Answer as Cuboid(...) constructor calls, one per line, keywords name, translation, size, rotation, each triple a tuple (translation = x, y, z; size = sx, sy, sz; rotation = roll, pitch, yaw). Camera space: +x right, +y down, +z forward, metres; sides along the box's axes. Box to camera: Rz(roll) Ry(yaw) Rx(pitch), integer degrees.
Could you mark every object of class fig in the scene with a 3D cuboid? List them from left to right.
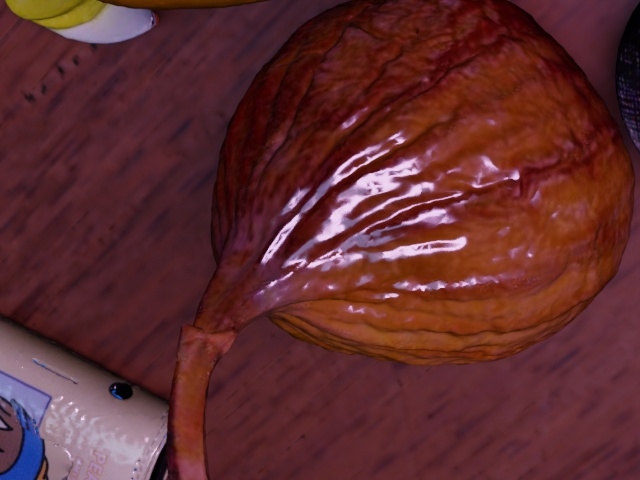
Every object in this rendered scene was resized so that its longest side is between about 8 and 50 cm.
Cuboid(name="fig", translation=(0.000, 0.000, 0.541), size=(0.146, 0.201, 0.134), rotation=(-9, 108, 56))

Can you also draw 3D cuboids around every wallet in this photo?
Cuboid(name="wallet", translation=(-0.146, 0.090, 0.723), size=(0.155, 0.039, 0.110), rotation=(25, 115, 12))

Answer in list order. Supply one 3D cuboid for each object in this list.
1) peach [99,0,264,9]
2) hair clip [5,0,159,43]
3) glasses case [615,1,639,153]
Cuboid(name="peach", translation=(-0.043, -0.200, 0.523), size=(0.251, 0.153, 0.251), rotation=(1, 101, 6))
Cuboid(name="hair clip", translation=(-0.130, -0.155, 0.630), size=(0.060, 0.033, 0.188), rotation=(-26, 101, 29))
Cuboid(name="glasses case", translation=(0.217, -0.124, 0.480), size=(0.122, 0.082, 0.321), rotation=(40, 119, 4))
